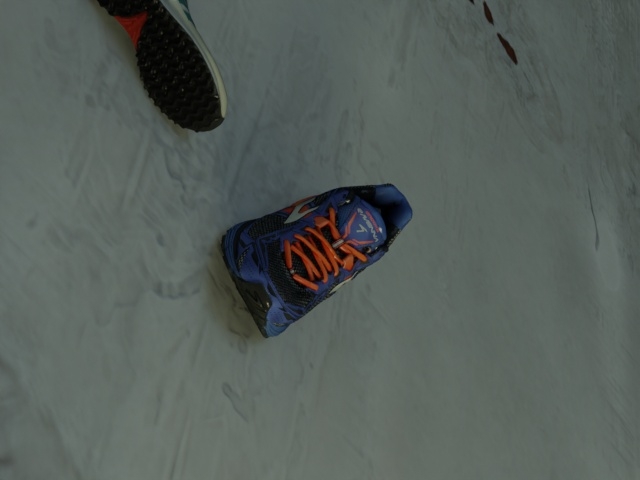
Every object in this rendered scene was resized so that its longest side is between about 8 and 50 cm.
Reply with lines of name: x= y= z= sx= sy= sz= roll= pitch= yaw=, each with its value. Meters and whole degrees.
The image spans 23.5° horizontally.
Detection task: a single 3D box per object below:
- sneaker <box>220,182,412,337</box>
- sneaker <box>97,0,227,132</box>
sneaker: x=0.000 y=0.000 z=1.102 sx=0.083 sy=0.087 sz=0.221 roll=61 pitch=27 yaw=-7
sneaker: x=-0.105 y=-0.156 z=1.076 sx=0.161 sy=0.057 sz=0.075 roll=56 pitch=34 yaw=-10
